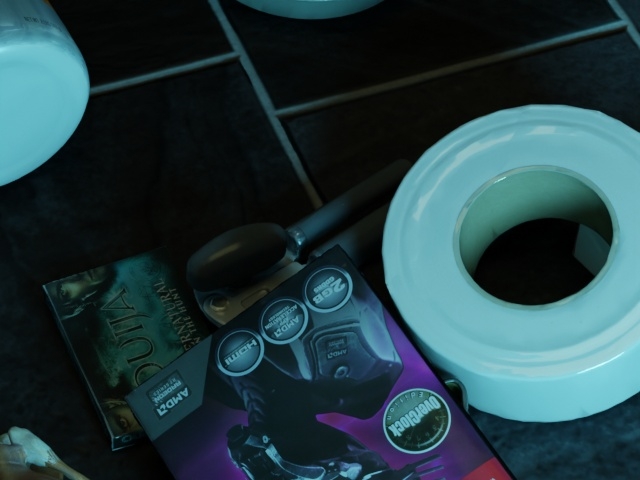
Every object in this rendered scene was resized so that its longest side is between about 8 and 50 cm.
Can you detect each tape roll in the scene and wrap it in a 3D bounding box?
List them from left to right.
[{"bbox_3d":[0.203,0.018,1.700,0.286,0.100,0.286,-6,60,11],"label":"tape roll"}]

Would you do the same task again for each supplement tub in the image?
[{"bbox_3d":[-0.384,-0.227,1.841,0.207,0.207,0.338,-22,56,-20],"label":"supplement tub"}]

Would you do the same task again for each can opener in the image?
[{"bbox_3d":[0.000,0.000,1.764,0.280,0.093,0.074,-29,57,-30],"label":"can opener"}]

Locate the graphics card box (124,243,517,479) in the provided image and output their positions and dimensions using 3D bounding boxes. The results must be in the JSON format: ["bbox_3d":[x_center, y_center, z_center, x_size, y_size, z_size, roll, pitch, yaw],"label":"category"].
[{"bbox_3d":[0.029,0.211,1.523,0.233,0.094,0.371,-35,60,0],"label":"graphics card box"}]

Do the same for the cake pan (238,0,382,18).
[{"bbox_3d":[-0.014,-0.351,2.062,0.293,0.054,0.293,2,51,-2],"label":"cake pan"}]

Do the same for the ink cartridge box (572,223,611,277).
[{"bbox_3d":[0.358,-0.015,1.806,0.198,0.067,0.115,-30,58,-24],"label":"ink cartridge box"}]

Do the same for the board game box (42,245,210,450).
[{"bbox_3d":[-0.166,0.097,1.709,0.126,0.026,0.186,-18,55,-18],"label":"board game box"}]

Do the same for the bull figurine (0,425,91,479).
[{"bbox_3d":[-0.324,0.265,1.516,0.310,0.101,0.188,-24,55,-21],"label":"bull figurine"}]

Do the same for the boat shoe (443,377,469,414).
[{"bbox_3d":[0.073,0.211,1.602,0.080,0.073,0.223,21,54,9],"label":"boat shoe"}]
